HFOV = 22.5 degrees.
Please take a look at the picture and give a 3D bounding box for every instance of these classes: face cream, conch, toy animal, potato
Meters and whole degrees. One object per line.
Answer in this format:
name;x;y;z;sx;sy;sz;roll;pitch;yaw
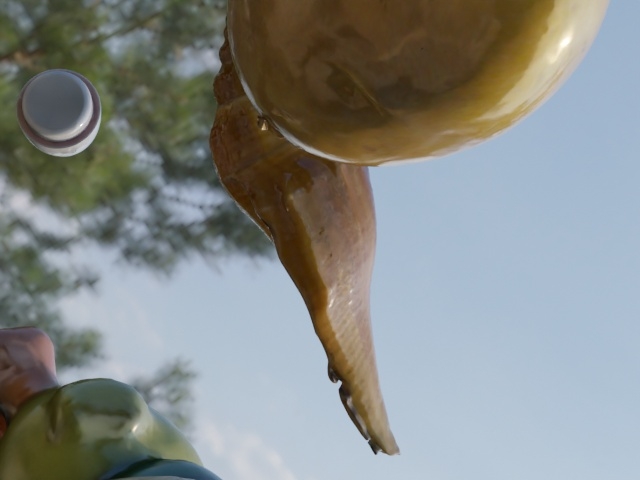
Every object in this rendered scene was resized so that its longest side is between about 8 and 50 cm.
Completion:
face cream;-0.284;-0.137;1.753;0.091;0.091;0.095;52;-11;9
conch;0.005;-0.003;1.086;0.330;0.093;0.109;63;-13;-12
toy animal;-0.163;0.225;1.270;0.338;0.191;0.216;35;-74;42
potato;0.039;-0.111;0.703;0.150;0.146;0.234;50;-23;-5

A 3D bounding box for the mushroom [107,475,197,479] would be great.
mushroom;-0.125;0.240;0.827;0.290;0.297;0.297;28;-35;37
